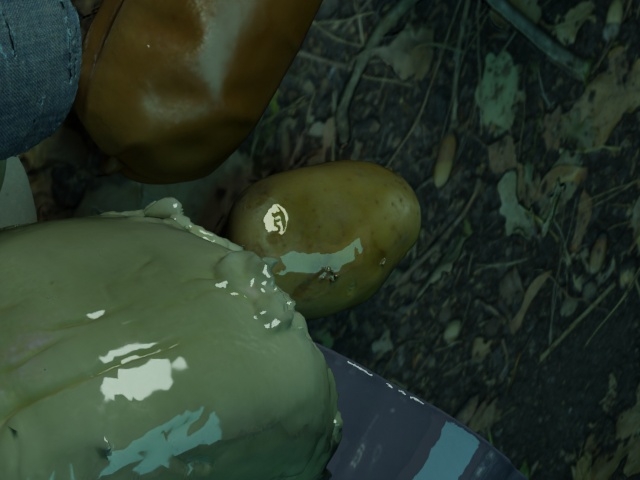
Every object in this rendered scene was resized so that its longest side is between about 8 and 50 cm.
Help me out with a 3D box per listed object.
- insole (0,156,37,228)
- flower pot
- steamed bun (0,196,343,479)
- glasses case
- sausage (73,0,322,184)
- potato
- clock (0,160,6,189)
[{"bbox_3d":[-0.235,-0.060,1.062,0.065,0.004,0.197,-43,134,-24],"label":"insole"},{"bbox_3d":[-0.009,0.227,1.237,0.265,0.265,0.243,41,75,-48],"label":"flower pot"},{"bbox_3d":[-0.172,0.107,1.003,0.312,0.233,0.334,-12,156,-33],"label":"steamed bun"},{"bbox_3d":[-0.243,-0.079,0.829,0.282,0.067,0.109,-18,119,-41],"label":"glasses case"},{"bbox_3d":[-0.080,-0.148,1.097,0.136,0.120,0.241,24,90,-35],"label":"sausage"},{"bbox_3d":[0.000,0.000,1.260,0.178,0.109,0.118,-15,141,-36],"label":"potato"},{"bbox_3d":[-0.310,-0.122,0.876,0.284,0.114,0.309,-18,117,-37],"label":"clock"}]
